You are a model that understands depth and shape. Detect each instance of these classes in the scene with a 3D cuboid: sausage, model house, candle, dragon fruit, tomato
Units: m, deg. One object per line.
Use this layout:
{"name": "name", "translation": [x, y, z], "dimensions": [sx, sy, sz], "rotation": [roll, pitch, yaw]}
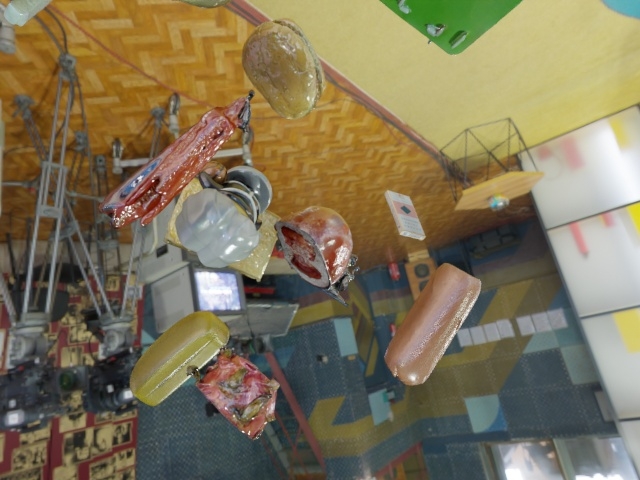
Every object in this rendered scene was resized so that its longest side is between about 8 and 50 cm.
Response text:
{"name": "sausage", "translation": [0.265, 0.203, 1.003], "dimensions": [0.304, 0.121, 0.121], "rotation": [-57, 161, -4]}
{"name": "model house", "translation": [0.234, -0.591, 0.862], "dimensions": [0.300, 0.324, 0.340], "rotation": [30, 162, -15]}
{"name": "candle", "translation": [-0.211, -0.130, 0.646], "dimensions": [0.302, 0.084, 0.059], "rotation": [-46, 169, -6]}
{"name": "dragon fruit", "translation": [-0.208, 0.385, 1.087], "dimensions": [0.147, 0.282, 0.211], "rotation": [-43, -162, -21]}
{"name": "tomato", "translation": [0.000, 0.000, 1.059], "dimensions": [0.155, 0.180, 0.214], "rotation": [-39, 143, -26]}

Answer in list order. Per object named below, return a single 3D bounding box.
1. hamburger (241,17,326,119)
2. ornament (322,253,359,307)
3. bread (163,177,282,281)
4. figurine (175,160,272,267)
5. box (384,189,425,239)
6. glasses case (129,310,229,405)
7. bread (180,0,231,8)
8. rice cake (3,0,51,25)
{"name": "hamburger", "translation": [-0.112, -0.509, 1.267], "dimensions": [0.259, 0.283, 0.145], "rotation": [-19, -153, 52]}
{"name": "ornament", "translation": [0.088, 0.137, 1.651], "dimensions": [0.166, 0.196, 0.153], "rotation": [32, 174, 6]}
{"name": "bread", "translation": [-0.248, -0.027, 1.095], "dimensions": [0.274, 0.185, 0.114], "rotation": [24, 173, -11]}
{"name": "figurine", "translation": [-0.188, -0.059, 0.823], "dimensions": [0.133, 0.236, 0.176], "rotation": [-35, 112, 28]}
{"name": "box", "translation": [0.127, -0.039, 0.634], "dimensions": [0.046, 0.083, 0.012], "rotation": [12, 136, -28]}
{"name": "glasses case", "translation": [-0.487, 0.382, 1.423], "dimensions": [0.371, 0.141, 0.173], "rotation": [-40, -155, 2]}
{"name": "bread", "translation": [-0.337, -0.822, 1.145], "dimensions": [0.332, 0.160, 0.333], "rotation": [-16, 147, -11]}
{"name": "rice cake", "translation": [-0.471, -0.413, 0.704], "dimensions": [0.042, 0.180, 0.030], "rotation": [-26, 132, 32]}
